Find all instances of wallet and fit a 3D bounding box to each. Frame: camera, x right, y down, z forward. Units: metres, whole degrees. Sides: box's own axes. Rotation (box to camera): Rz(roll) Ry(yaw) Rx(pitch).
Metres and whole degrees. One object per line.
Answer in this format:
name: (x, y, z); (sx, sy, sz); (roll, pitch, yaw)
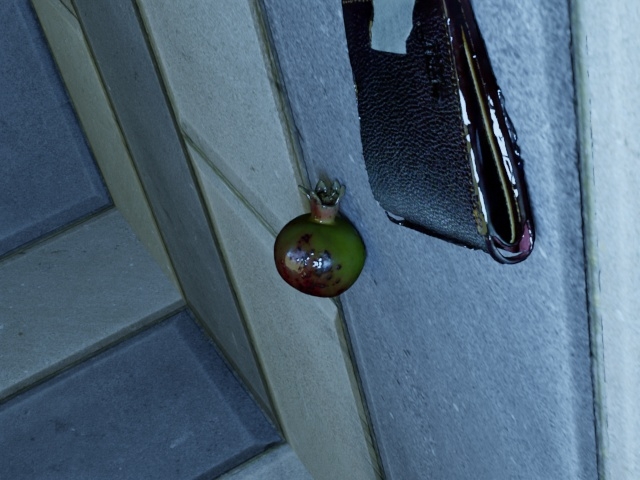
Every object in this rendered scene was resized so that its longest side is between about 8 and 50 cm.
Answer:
wallet: (0.102, -0.116, 1.070); (0.221, 0.071, 0.262); (29, 137, 65)

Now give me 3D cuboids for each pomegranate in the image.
pomegranate: (0.000, 0.005, 1.511); (0.129, 0.129, 0.159); (52, 153, 34)
